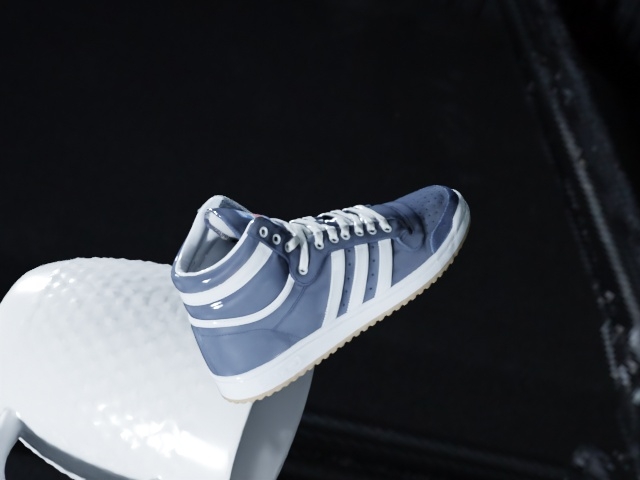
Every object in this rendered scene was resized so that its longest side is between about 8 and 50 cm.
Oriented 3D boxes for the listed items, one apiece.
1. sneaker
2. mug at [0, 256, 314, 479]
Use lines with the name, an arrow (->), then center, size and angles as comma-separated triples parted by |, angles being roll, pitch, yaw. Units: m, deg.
sneaker -> 0.000, 0.000, 1.242 | 0.282, 0.153, 0.099 | -37, -152, -19
mug -> -0.222, 0.189, 1.629 | 0.328, 0.276, 0.374 | 18, -134, 13
